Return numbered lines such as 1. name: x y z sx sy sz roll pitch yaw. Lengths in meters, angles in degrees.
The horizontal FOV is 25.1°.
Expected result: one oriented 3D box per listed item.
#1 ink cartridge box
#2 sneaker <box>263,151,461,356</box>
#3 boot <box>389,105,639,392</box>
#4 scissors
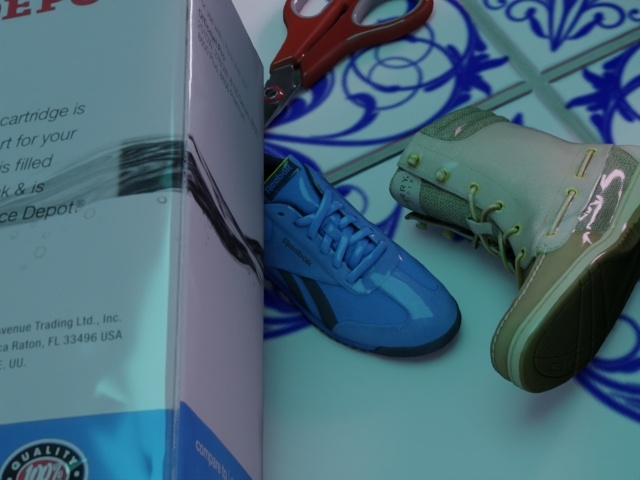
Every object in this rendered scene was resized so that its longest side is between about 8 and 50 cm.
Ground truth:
1. ink cartridge box: -0.185 0.037 0.825 0.285 0.166 0.395 -8 61 13
2. sneaker: 0.000 0.000 0.920 0.209 0.082 0.069 34 63 32
3. boot: 0.112 -0.004 0.892 0.165 0.077 0.213 19 47 26
4. scissors: -0.033 -0.119 1.069 0.109 0.021 0.297 32 65 30
